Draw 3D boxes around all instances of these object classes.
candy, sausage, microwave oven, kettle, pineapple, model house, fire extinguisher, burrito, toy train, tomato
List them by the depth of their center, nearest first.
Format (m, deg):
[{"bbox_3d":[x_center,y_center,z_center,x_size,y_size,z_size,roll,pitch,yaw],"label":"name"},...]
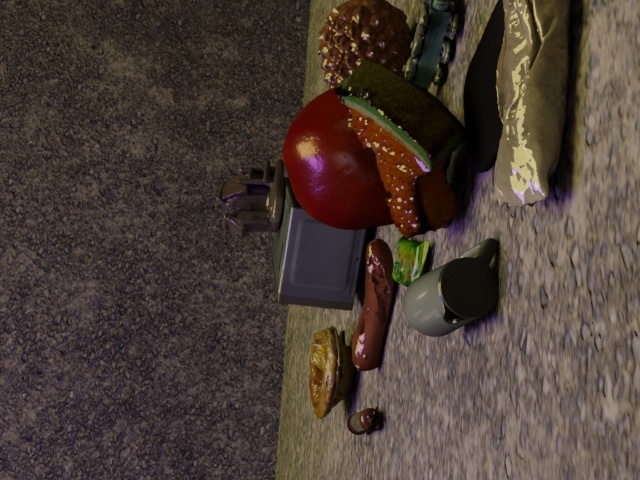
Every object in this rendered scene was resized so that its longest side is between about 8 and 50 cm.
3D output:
[{"bbox_3d":[0.256,-0.230,0.995,0.117,0.076,0.392,162,113,-68],"label":"burrito"},{"bbox_3d":[0.199,0.075,1.182,0.098,0.127,0.148,62,162,9],"label":"kettle"},{"bbox_3d":[0.206,-0.374,1.504,0.125,0.081,0.194,-77,-1,-45],"label":"toy train"},{"bbox_3d":[0.080,-0.159,1.519,0.226,0.298,0.298,-177,93,-81],"label":"tomato"},{"bbox_3d":[0.172,0.044,1.537,0.178,0.032,0.102,-147,64,-81],"label":"candy"},{"bbox_3d":[0.115,0.142,1.723,0.078,0.078,0.304,-104,21,-68],"label":"sausage"},{"bbox_3d":[0.097,0.387,1.723,0.177,0.050,0.062,120,174,-71],"label":"fire extinguisher"},{"bbox_3d":[0.106,-0.326,1.769,0.223,0.223,0.357,127,140,-74],"label":"pineapple"},{"bbox_3d":[0.000,0.000,2.117,0.355,0.218,0.286,-111,30,-74],"label":"microwave oven"},{"bbox_3d":[-0.185,-0.110,2.172,0.229,0.188,0.122,-90,-5,-45],"label":"model house"}]

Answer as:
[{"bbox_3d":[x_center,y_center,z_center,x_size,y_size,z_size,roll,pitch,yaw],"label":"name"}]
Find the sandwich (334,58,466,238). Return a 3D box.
[{"bbox_3d":[0.166,-0.139,1.312,0.250,0.162,0.301,43,158,46],"label":"sandwich"}]

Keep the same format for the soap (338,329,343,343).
[{"bbox_3d":[0.044,0.319,2.194,0.168,0.033,0.089,-93,18,-51],"label":"soap"}]

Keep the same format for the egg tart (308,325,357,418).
[{"bbox_3d":[0.029,0.330,2.041,0.241,0.106,0.241,-175,90,-79],"label":"egg tart"}]

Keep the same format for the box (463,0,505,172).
[{"bbox_3d":[0.253,-0.225,1.158,0.201,0.042,0.212,110,163,-58],"label":"box"}]
